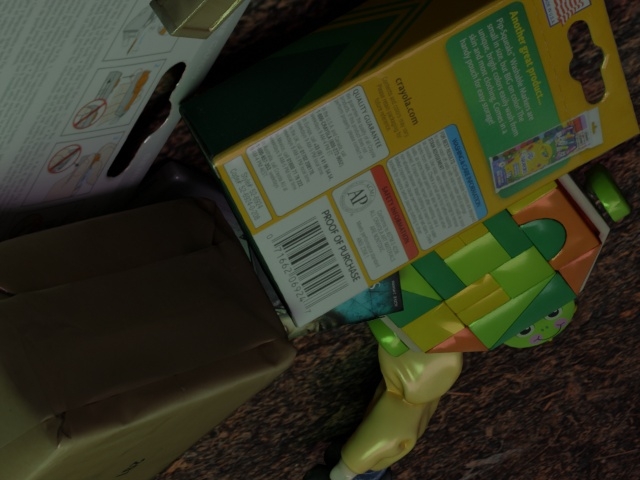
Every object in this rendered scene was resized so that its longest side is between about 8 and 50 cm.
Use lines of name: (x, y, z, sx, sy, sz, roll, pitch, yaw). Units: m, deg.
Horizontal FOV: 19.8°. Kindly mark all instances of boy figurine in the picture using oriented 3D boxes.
boy figurine: (0.066, 0.183, 1.898, 0.177, 0.092, 0.285, -47, 166, -40)

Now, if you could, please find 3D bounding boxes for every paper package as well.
paper package: (-0.235, 0.134, 1.411, 0.325, 0.168, 0.309, -40, 166, 32)

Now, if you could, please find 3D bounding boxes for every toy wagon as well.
toy wagon: (0.157, 0.014, 1.697, 0.267, 0.068, 0.344, -32, 135, 12)

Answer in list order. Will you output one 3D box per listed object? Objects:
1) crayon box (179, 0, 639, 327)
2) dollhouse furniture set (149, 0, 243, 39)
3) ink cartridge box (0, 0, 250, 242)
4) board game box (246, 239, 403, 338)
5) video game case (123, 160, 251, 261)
crayon box: (0.076, -0.094, 1.434, 0.323, 0.083, 0.203, -29, 134, -4)
dollhouse furniture set: (-0.083, -0.225, 1.125, 0.182, 0.101, 0.161, -42, 161, 25)
ink cartridge box: (-0.244, -0.093, 1.265, 0.385, 0.091, 0.308, -16, 148, -51)
board game box: (0.000, 0.000, 1.556, 0.126, 0.026, 0.186, -14, 130, -5)
video game case: (-0.131, 0.013, 1.570, 0.173, 0.022, 0.190, -38, 149, 19)
